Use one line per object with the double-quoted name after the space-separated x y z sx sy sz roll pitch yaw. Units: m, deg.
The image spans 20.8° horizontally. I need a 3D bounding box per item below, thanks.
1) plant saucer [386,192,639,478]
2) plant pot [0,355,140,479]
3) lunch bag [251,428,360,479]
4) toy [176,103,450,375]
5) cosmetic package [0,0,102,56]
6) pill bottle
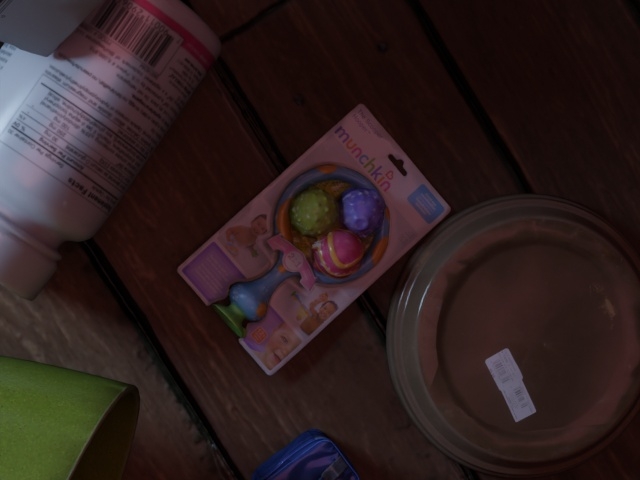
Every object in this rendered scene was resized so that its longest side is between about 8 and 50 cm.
0.201 0.094 1.670 0.278 0.041 0.278 -1 94 -11 "plant saucer"
-0.342 0.197 1.480 0.293 0.275 0.275 22 88 6 "plant pot"
-0.017 0.227 1.620 0.098 0.065 0.067 -39 99 -7 "lunch bag"
0.000 0.000 1.618 0.237 0.056 0.137 -42 101 -6 "toy"
-0.265 -0.373 1.407 0.217 0.156 0.385 17 62 -28 "cosmetic package"
-0.226 -0.100 1.517 0.160 0.160 0.283 35 86 -10 "pill bottle"
